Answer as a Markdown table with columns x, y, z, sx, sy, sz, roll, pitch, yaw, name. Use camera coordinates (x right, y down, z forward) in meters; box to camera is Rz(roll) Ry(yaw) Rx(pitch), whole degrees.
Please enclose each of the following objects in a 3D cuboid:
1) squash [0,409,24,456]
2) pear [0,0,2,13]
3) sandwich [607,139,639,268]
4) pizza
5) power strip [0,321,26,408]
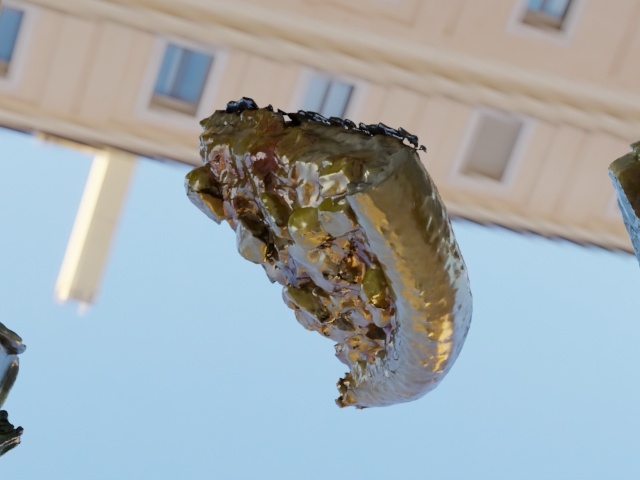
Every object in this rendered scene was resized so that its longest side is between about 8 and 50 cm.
| x | y | z | sx | sy | sz | roll | pitch | yaw | name |
| --- | --- | --- | --- | --- | --- | --- | --- | --- | --- |
| -0.325 | 0.143 | 1.289 | 0.258 | 0.069 | 0.069 | 1 | -151 | -29 | squash |
| -0.221 | -0.092 | 0.741 | 0.197 | 0.197 | 0.197 | 17 | -157 | -7 | pear |
| 0.342 | 0.070 | 1.652 | 0.099 | 0.301 | 0.271 | -26 | -139 | 1 | sandwich |
| 0.000 | 0.000 | 0.689 | 0.131 | 0.178 | 0.041 | 44 | -111 | 7 | pizza |
| -0.260 | 0.011 | 0.879 | 0.268 | 0.034 | 0.092 | 22 | 162 | 9 | power strip |
